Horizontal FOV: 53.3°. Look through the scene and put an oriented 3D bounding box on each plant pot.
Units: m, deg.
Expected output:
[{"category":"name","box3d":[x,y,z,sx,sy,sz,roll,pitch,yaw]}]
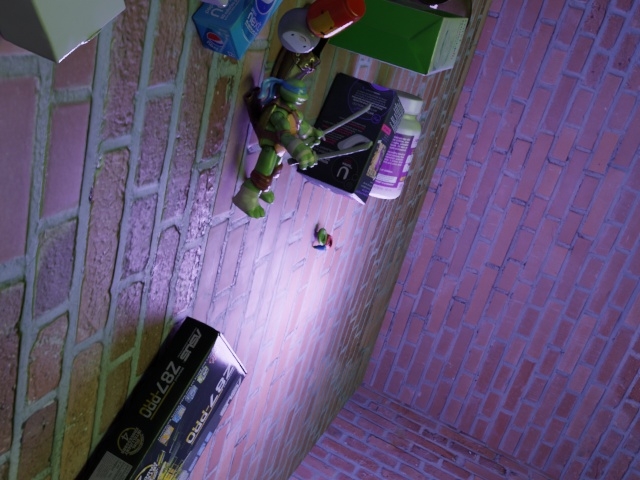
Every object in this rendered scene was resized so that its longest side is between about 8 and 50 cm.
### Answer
[{"category":"plant pot","box3d":[0.281,-0.604,1.581,0.230,0.215,0.216,-37,149,-82]}]

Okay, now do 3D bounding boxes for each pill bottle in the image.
[{"category":"pill bottle","box3d":[0.202,-0.291,1.904,0.169,0.169,0.302,-33,142,-61]}]

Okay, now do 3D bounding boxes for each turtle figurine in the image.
[{"category":"turtle figurine","box3d":[-0.040,-0.161,1.247,0.274,0.198,0.266,14,124,-32]}]

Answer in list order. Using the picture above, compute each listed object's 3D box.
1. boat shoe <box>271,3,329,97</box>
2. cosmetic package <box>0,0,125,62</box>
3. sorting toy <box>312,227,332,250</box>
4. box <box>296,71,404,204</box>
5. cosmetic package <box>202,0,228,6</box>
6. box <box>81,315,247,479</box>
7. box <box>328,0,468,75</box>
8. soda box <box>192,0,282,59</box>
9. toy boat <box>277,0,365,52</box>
[{"category":"boat shoe","box3d":[-0.032,-0.373,1.273,0.207,0.073,0.073,-66,164,0]},{"category":"cosmetic package","box3d":[-0.279,-0.304,0.610,0.117,0.085,0.231,-55,161,-33]},{"category":"sorting toy","box3d":[0.000,0.000,1.907,0.102,0.042,0.061,39,59,-60]},{"category":"box","box3d":[0.079,-0.251,1.595,0.271,0.165,0.143,-66,163,-1]},{"category":"cosmetic package","box3d":[-0.184,-0.379,0.722,0.107,0.127,0.238,-66,161,1]},{"category":"box","box3d":[-0.317,0.393,1.359,0.395,0.097,0.318,-60,164,-22]},{"category":"box","box3d":[0.166,-0.467,1.419,0.231,0.261,0.127,-35,144,-58]},{"category":"soda box","box3d":[-0.111,-0.392,1.013,0.210,0.071,0.067,-60,162,-20]},{"category":"toy boat","box3d":[-0.048,-0.440,0.921,0.267,0.148,0.318,-32,107,-44]}]
